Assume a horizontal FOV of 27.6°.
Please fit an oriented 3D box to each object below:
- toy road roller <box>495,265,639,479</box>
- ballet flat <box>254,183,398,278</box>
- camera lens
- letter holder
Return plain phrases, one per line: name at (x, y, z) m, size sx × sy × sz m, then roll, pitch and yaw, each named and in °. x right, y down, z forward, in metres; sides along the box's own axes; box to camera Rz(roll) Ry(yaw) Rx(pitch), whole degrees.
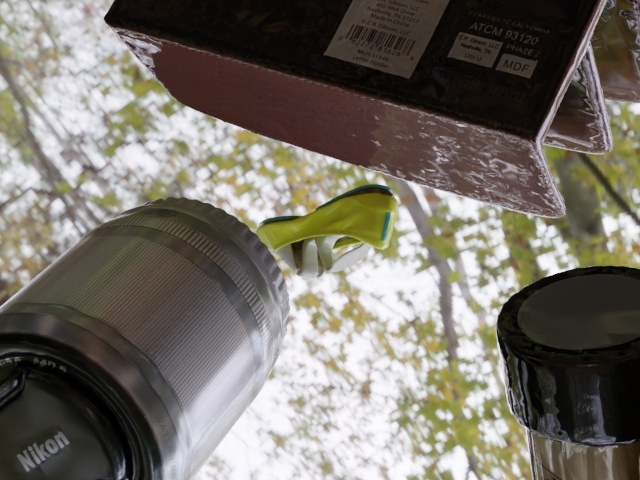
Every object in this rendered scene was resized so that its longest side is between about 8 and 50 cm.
toy road roller at (0.251, 0.115, 0.599) m, size 0.240 × 0.203 × 0.329 m, roll -22°, pitch -153°, yaw -20°
ballet flat at (0.000, 0.000, 1.409) m, size 0.231 × 0.077 × 0.077 m, roll -18°, pitch -110°, yaw 52°
camera lens at (-0.170, 0.107, 1.149) m, size 0.219 × 0.219 × 0.274 m, roll 2°, pitch -152°, yaw 25°
letter holder at (0.051, -0.120, 0.871) m, size 0.301 × 0.214 × 0.152 m, roll 19°, pitch -106°, yaw 26°
